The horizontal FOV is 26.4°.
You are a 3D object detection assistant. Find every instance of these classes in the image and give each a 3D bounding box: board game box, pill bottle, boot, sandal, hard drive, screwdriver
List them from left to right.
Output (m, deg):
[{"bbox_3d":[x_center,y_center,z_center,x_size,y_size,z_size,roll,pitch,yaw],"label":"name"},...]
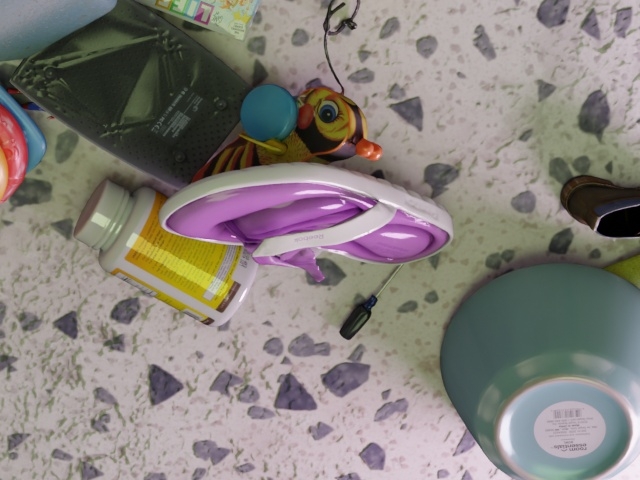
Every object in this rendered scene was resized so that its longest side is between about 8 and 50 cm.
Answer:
[{"bbox_3d":[-0.219,-0.186,1.611,0.254,0.054,0.172,33,104,-28],"label":"hard drive"},{"bbox_3d":[-0.192,0.011,1.685,0.215,0.117,0.117,30,107,-18],"label":"pill bottle"},{"bbox_3d":[-0.143,-0.309,1.600,0.154,0.026,0.103,19,111,-14],"label":"board game box"},{"bbox_3d":[0.008,-0.007,1.605,0.416,0.102,0.169,5,149,-37],"label":"sandal"},{"bbox_3d":[0.079,0.063,1.791,0.025,0.024,0.170,20,111,-45],"label":"screwdriver"},{"bbox_3d":[0.424,-0.027,1.743,0.219,0.106,0.082,4,113,-8],"label":"boot"}]

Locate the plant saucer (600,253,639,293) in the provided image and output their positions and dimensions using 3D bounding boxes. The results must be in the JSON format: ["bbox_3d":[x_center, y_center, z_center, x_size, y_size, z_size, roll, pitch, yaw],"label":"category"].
[{"bbox_3d":[0.482,0.093,1.812,0.188,0.045,0.188,-23,115,19],"label":"plant saucer"}]

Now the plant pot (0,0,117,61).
[{"bbox_3d":[-0.348,-0.329,1.430,0.247,0.248,0.252,-24,148,27],"label":"plant pot"}]

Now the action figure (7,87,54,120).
[{"bbox_3d":[-0.319,-0.167,1.643,0.115,0.030,0.038,-1,110,-9],"label":"action figure"}]

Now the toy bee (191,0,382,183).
[{"bbox_3d":[-0.017,-0.124,1.606,0.195,0.162,0.298,-15,143,-48],"label":"toy bee"}]

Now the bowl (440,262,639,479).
[{"bbox_3d":[0.310,0.201,1.769,0.311,0.163,0.311,2,119,4],"label":"bowl"}]

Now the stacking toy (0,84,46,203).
[{"bbox_3d":[-0.433,-0.058,1.522,0.175,0.302,0.166,-32,113,18],"label":"stacking toy"}]
